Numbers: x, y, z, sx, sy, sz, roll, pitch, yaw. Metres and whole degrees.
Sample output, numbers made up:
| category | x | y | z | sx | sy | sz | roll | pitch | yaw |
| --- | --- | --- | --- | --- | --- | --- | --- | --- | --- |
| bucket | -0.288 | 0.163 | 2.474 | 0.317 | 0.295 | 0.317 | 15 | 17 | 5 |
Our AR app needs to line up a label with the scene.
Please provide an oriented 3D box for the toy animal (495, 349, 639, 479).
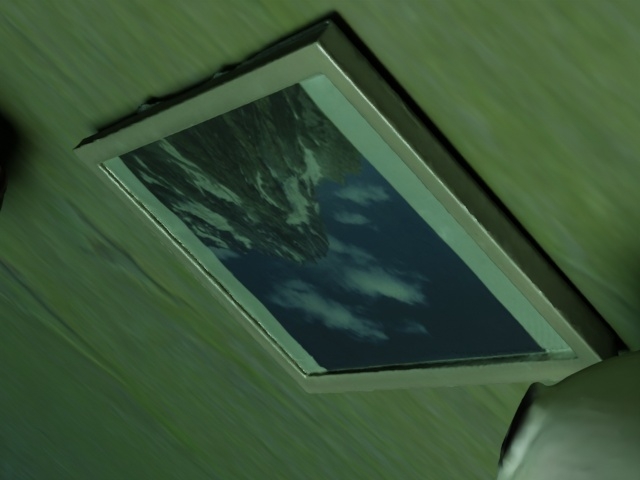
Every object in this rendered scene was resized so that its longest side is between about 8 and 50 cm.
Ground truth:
| category | x | y | z | sx | sy | sz | roll | pitch | yaw |
| --- | --- | --- | --- | --- | --- | --- | --- | --- | --- |
| toy animal | 0.178 | 0.146 | 0.549 | 0.267 | 0.212 | 0.212 | 2 | 136 | 48 |

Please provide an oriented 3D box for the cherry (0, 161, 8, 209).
| category | x | y | z | sx | sy | sz | roll | pitch | yaw |
| --- | --- | --- | --- | --- | --- | --- | --- | --- | --- |
| cherry | -0.322 | -0.035 | 0.960 | 0.300 | 0.203 | 0.230 | 6 | 139 | 29 |

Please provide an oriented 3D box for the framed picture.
| category | x | y | z | sx | sy | sz | roll | pitch | yaw |
| --- | --- | --- | --- | --- | --- | --- | --- | --- | --- |
| framed picture | 0.000 | 0.000 | 0.776 | 0.209 | 0.019 | 0.281 | 47 | 154 | -15 |
